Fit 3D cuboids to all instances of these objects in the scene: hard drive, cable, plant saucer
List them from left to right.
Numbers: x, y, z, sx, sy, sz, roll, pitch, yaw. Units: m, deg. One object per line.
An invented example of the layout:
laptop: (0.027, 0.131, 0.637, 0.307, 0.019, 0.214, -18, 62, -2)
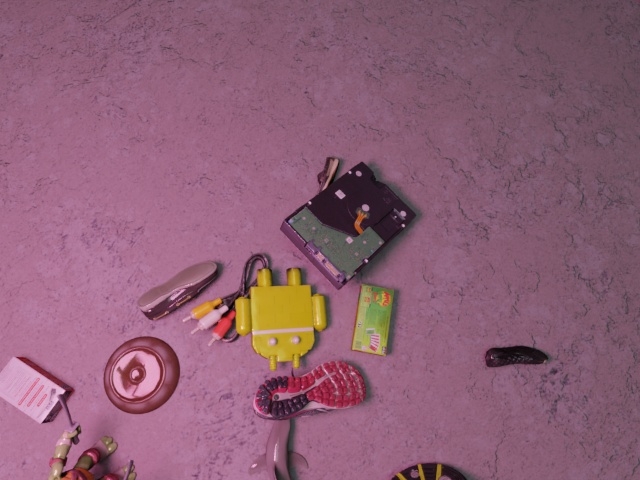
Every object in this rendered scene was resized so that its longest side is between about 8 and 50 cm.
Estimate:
plant saucer: (-0.474, 0.351, 1.114, 0.199, 0.036, 0.198, 1, 74, -2)
cable: (-0.227, 0.164, 1.162, 0.139, 0.072, 0.287, 42, 76, 4)
hard drive: (0.085, -0.051, 1.194, 0.237, 0.064, 0.339, 45, 58, 6)

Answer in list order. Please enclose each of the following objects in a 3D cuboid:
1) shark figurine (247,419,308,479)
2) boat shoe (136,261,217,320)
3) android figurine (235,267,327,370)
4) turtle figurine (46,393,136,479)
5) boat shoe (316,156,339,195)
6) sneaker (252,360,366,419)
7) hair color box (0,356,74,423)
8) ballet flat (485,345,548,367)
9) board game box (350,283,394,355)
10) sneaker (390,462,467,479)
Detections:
shark figurine: (-0.073, 0.588, 1.026, 0.166, 0.116, 0.278, -34, 76, -10)
boat shoe: (-0.381, 0.137, 1.167, 0.228, 0.068, 0.081, -29, 37, -15)
android figurine: (-0.104, 0.209, 1.147, 0.248, 0.056, 0.272, 2, 72, -16)
turtle figurine: (-0.491, 0.499, 0.949, 0.198, 0.266, 0.274, 15, 74, 1)
boat shoe: (0.013, -0.188, 1.290, 0.049, 0.056, 0.152, 19, 64, 8)
sneaker: (-0.026, 0.388, 1.091, 0.299, 0.112, 0.120, 0, 57, -18)
hair color box: (-0.735, 0.380, 1.084, 0.167, 0.053, 0.093, 30, 73, 7)
ballet flat: (0.539, 0.323, 1.173, 0.173, 0.057, 0.049, 2, 114, -1)
board game box: (0.144, 0.220, 1.178, 0.092, 0.043, 0.181, 10, 74, 0)
sneaker: (0.196, 0.684, 1.016, 0.385, 0.145, 0.147, -24, 114, -18)
